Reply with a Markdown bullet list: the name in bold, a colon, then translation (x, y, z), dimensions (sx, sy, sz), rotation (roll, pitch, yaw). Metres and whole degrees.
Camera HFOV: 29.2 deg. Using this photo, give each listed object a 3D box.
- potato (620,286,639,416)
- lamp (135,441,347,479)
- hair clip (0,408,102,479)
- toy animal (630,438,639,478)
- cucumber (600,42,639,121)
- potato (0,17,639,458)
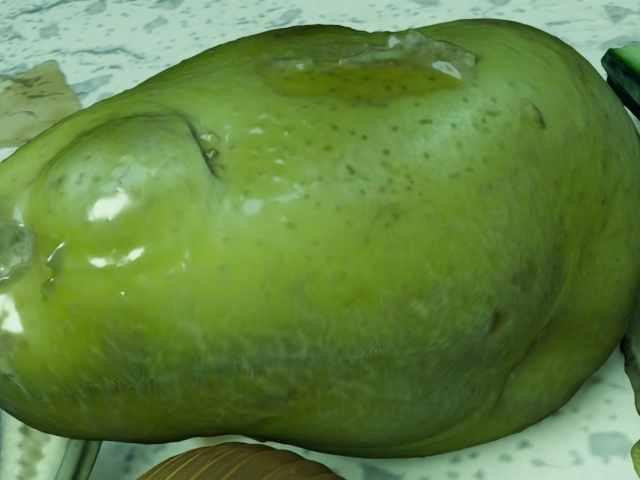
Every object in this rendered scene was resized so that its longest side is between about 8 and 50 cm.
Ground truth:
- **potato**: translation (0.184, 0.033, 0.602), dimensions (0.061, 0.086, 0.122), rotation (2, 36, -5)
- **lamp**: translation (-0.033, 0.144, 0.470), dimensions (0.136, 0.136, 0.136), rotation (-7, 38, 6)
- **hair clip**: translation (-0.126, 0.141, 0.525), dimensions (0.084, 0.106, 0.292), rotation (-13, 40, 9)
- **toy animal**: translation (0.220, 0.141, 0.479), dimensions (0.099, 0.057, 0.241), rotation (-20, 36, -21)
- **cucumber**: translation (0.243, -0.084, 0.748), dimensions (0.116, 0.062, 0.115), rotation (-13, 39, -13)
- **potato**: translation (-0.001, 0.003, 0.551), dimensions (0.351, 0.203, 0.218), rotation (-4, 1, -41)
